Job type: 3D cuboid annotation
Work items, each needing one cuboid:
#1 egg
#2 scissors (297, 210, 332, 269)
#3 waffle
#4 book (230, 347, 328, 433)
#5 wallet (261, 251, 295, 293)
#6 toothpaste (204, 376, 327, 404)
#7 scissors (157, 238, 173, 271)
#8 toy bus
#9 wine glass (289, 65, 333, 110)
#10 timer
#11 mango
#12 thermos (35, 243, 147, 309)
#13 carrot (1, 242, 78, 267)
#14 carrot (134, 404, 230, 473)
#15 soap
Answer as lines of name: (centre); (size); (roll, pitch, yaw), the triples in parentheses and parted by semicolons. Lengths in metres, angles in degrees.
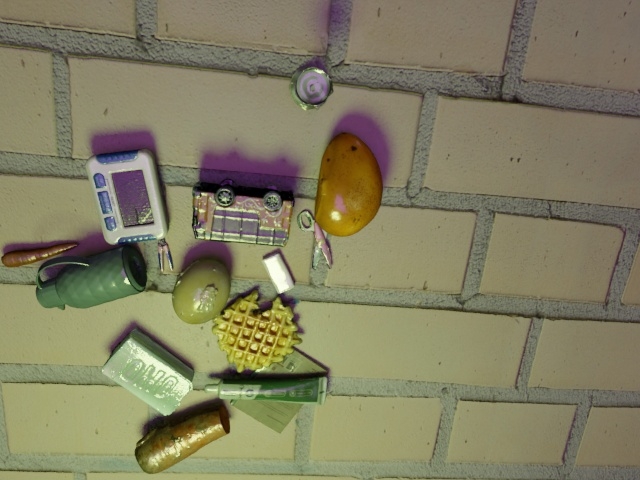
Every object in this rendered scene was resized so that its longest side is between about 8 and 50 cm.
egg: (-0.342, 0.148, 1.382); (0.164, 0.164, 0.202); (27, 96, -12)
scissors: (0.000, 0.000, 1.439); (0.133, 0.020, 0.188); (-4, 105, -1)
waffle: (-0.195, 0.288, 1.481); (0.261, 0.056, 0.250); (-28, 103, 1)
book: (-0.135, 0.485, 1.570); (0.214, 0.025, 0.283); (37, 100, -13)
wallet: (-0.128, 0.100, 1.454); (0.061, 0.025, 0.122); (-25, 108, 0)
toothpaste: (-0.173, 0.477, 1.524); (0.391, 0.061, 0.099); (4, 98, -8)
scissors: (-0.465, 0.039, 1.411); (0.039, 0.012, 0.114); (-7, 107, -4)
toy bus: (-0.219, -0.077, 1.336); (0.274, 0.138, 0.167); (6, 108, -9)
wine glass: (-0.022, -0.399, 1.232); (0.122, 0.183, 0.122); (-1, 105, -5)
timer: (-0.530, -0.121, 1.324); (0.178, 0.078, 0.254); (-7, 109, -6)
mango: (0.081, -0.155, 1.331); (0.190, 0.160, 0.291); (1, 96, -14)
thermos: (-0.656, 0.107, 1.337); (0.286, 0.145, 0.182); (-16, 135, -1)
carrot: (-0.803, 0.037, 1.366); (0.216, 0.048, 0.048); (-13, 108, -6)
carrot: (-0.442, 0.638, 1.534); (0.301, 0.139, 0.139); (-21, 108, -5)
soap: (-0.527, 0.411, 1.475); (0.261, 0.094, 0.150); (42, 99, -15)
